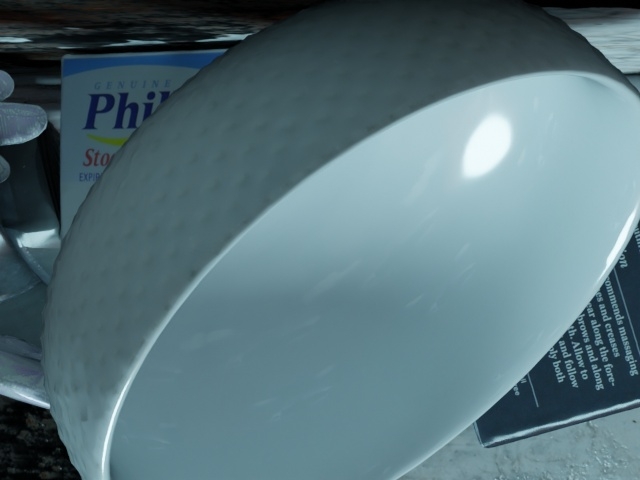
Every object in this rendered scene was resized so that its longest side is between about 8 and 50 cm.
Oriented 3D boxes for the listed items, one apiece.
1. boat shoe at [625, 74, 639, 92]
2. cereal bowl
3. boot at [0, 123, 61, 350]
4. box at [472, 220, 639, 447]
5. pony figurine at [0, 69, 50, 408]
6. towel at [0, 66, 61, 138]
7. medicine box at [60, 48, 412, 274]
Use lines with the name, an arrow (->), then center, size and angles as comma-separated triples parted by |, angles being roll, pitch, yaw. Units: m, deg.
boat shoe -> 0.244, -0.066, 1.224 | 0.258, 0.084, 0.095 | -9, 134, 47
cereal bowl -> 0.000, 0.000, 0.857 | 0.339, 0.339, 0.141 | 1, -139, -49
boot -> -0.378, 0.056, 1.293 | 0.445, 0.146, 0.367 | -16, 154, 3
box -> 0.345, 0.037, 1.612 | 0.395, 0.212, 0.293 | -18, 174, 22
pony figurine -> -0.277, 0.028, 0.918 | 0.363, 0.303, 0.351 | -43, 156, 13
towel -> -0.313, -0.072, 1.336 | 0.331, 0.053, 0.317 | -1, 167, -1
medicine box -> 0.004, -0.051, 1.176 | 0.263, 0.149, 0.289 | 1, -179, 28
